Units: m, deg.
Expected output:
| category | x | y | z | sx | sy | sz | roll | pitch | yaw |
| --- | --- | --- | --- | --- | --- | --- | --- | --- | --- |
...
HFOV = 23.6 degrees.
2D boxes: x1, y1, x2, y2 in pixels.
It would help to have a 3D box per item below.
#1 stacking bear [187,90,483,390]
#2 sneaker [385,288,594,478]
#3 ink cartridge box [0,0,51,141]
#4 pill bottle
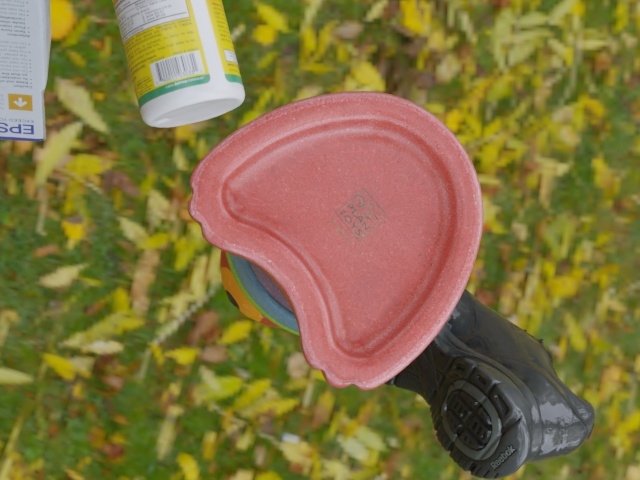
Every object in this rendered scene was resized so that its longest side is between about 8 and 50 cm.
| category | x | y | z | sx | sy | sz | roll | pitch | yaw |
| --- | --- | --- | --- | --- | --- | --- | --- | --- | --- |
| stacking bear | 0.000 | 0.000 | 1.064 | 0.164 | 0.289 | 0.175 | -40 | 92 | -12 |
| sneaker | 0.127 | 0.100 | 1.340 | 0.130 | 0.286 | 0.109 | 0 | 128 | -35 |
| ink cartridge box | -0.400 | -0.225 | 1.335 | 0.330 | 0.324 | 0.071 | 103 | -10 | -55 |
| pill bottle | -0.161 | -0.238 | 1.667 | 0.117 | 0.117 | 0.209 | -10 | 83 | -44 |
